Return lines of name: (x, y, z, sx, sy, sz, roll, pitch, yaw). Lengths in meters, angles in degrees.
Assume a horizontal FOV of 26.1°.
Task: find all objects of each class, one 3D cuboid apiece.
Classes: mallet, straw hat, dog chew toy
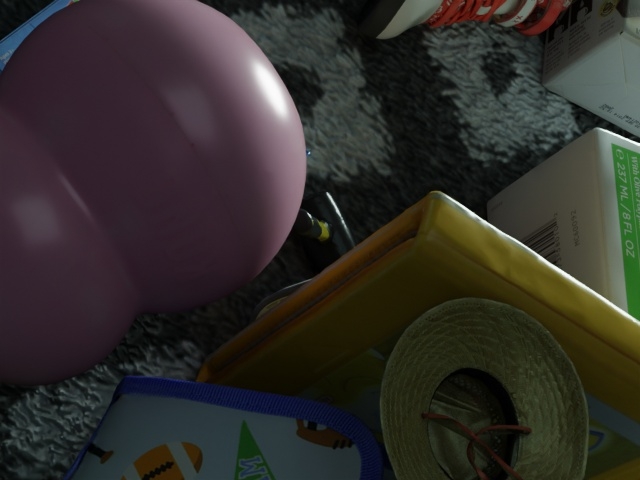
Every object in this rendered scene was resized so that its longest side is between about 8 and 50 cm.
mallet: (0.000, 0.000, 0.995, 0.039, 0.190, 0.062, -26, 93, 4)
straw hat: (0.079, 0.109, 0.780, 0.144, 0.061, 0.144, 8, 71, -23)
dog chew toy: (-0.171, -0.008, 0.841, 0.332, 0.206, 0.206, -36, 91, -17)

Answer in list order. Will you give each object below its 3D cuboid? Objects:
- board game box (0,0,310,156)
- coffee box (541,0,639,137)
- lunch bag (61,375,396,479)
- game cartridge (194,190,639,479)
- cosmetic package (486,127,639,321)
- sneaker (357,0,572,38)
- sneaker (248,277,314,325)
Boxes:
board game box: (-0.128, -0.092, 1.020, 0.211, 0.039, 0.160, 48, 52, -8)
coffee box: (0.325, -0.261, 1.354, 0.168, 0.119, 0.297, 23, 58, -23)
lunch bag: (-0.011, 0.288, 0.808, 0.385, 0.239, 0.328, 26, 55, -3)
game cartridge: (0.114, 0.123, 0.924, 0.323, 0.285, 0.053, 33, 51, -17)
cosmetic package: (0.331, 0.065, 1.186, 0.365, 0.155, 0.197, 15, 59, -27)
sneaker: (0.148, -0.230, 1.239, 0.145, 0.090, 0.270, 43, 49, -7)
sneaker: (0.065, 0.057, 1.058, 0.226, 0.163, 0.086, -6, 92, 5)
